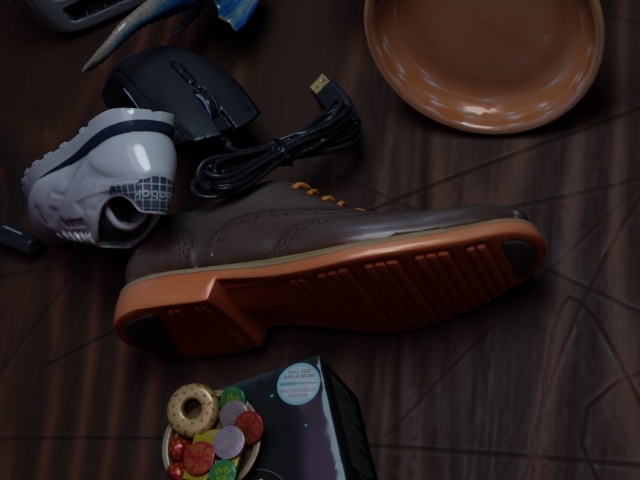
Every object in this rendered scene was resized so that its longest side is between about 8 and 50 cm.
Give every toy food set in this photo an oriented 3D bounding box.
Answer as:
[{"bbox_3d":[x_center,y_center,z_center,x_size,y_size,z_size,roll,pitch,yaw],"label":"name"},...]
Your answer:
[{"bbox_3d":[-0.081,0.147,0.944,0.083,0.020,0.083,4,66,24],"label":"toy food set"}]

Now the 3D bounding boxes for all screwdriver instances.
[{"bbox_3d":[-0.330,-0.021,1.239,0.170,0.024,0.025,26,77,33],"label":"screwdriver"}]

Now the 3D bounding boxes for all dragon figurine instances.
[{"bbox_3d":[-0.108,-0.243,1.189,0.085,0.144,0.289,3,61,32],"label":"dragon figurine"}]

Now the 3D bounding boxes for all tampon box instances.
[{"bbox_3d":[-0.024,0.191,0.973,0.120,0.101,0.161,-20,60,10],"label":"tampon box"}]

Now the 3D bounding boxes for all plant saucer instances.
[{"bbox_3d":[0.136,-0.178,1.054,0.200,0.200,0.037,1,38,21],"label":"plant saucer"}]

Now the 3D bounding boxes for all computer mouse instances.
[{"bbox_3d":[-0.081,-0.136,1.154,0.184,0.060,0.262,-22,37,-22],"label":"computer mouse"}]

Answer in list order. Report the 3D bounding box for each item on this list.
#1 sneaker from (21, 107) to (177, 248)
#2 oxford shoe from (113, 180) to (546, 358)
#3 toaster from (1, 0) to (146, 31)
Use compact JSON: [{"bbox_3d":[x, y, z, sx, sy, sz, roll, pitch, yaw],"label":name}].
[{"bbox_3d":[-0.194,-0.031,1.104,0.235,0.090,0.094,-33,64,55],"label":"sneaker"},{"bbox_3d":[0.000,0.000,1.047,0.364,0.130,0.132,-8,57,16],"label":"oxford shoe"},{"bbox_3d":[-0.227,-0.312,1.282,0.227,0.129,0.146,-22,64,7],"label":"toaster"}]
